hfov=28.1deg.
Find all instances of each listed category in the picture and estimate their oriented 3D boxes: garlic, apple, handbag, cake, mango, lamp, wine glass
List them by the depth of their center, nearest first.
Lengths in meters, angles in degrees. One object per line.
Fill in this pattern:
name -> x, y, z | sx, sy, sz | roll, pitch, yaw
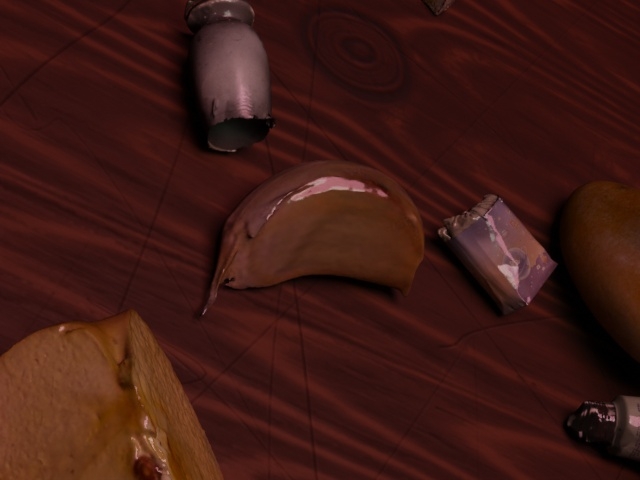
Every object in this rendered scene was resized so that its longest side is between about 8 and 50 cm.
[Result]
apple -> -0.222, 0.246, 1.353 | 0.314, 0.252, 0.309 | -8, 58, -36
garlic -> -0.012, -0.013, 1.691 | 0.339, 0.151, 0.196 | -4, 81, -32
wine glass -> -0.124, -0.229, 1.745 | 0.111, 0.111, 0.204 | 4, 60, -30
lamp -> 0.529, 0.269, 1.844 | 0.314, 0.182, 0.182 | 24, 55, -17
handbag -> 0.258, 0.011, 1.869 | 0.173, 0.095, 0.117 | 48, 47, -5
mango -> 0.493, 0.048, 1.911 | 0.222, 0.199, 0.384 | -22, 55, -13
cake -> 0.169, -0.424, 2.083 | 0.121, 0.065, 0.052 | 37, 48, 19
